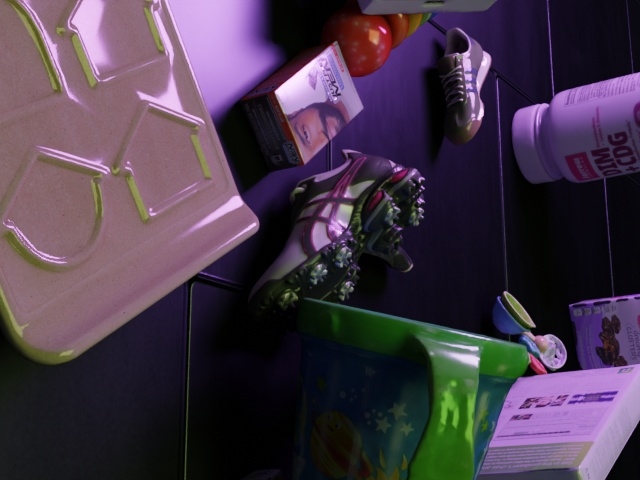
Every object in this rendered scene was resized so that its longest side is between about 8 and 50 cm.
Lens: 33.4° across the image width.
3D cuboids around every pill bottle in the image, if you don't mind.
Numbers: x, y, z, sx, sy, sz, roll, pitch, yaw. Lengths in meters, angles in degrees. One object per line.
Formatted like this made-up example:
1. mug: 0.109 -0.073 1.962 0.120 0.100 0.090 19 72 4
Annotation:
1. pill bottle: 0.476 -0.184 1.777 0.160 0.283 0.160 22 63 -52

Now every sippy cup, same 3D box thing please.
1. sippy cup: 0.071 0.189 1.068 0.305 0.240 0.224 19 82 -66

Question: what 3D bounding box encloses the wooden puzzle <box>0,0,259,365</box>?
1. wooden puzzle: -0.220 -0.107 0.908 0.322 0.080 0.347 -38 108 -54

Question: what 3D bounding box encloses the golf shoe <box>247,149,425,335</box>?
1. golf shoe: 0.000 0.000 1.194 0.273 0.120 0.105 -41 149 -31

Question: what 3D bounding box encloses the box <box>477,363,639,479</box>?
1. box: 0.289 0.259 1.420 0.322 0.232 0.058 -28 104 -55

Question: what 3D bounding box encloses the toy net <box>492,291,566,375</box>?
1. toy net: 0.339 0.160 1.646 0.232 0.045 0.122 30 22 -51

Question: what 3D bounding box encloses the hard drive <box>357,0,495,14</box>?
1. hard drive: 0.090 -0.431 1.355 0.203 0.040 0.307 -9 73 -33

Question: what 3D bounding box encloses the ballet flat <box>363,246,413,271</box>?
1. ballet flat: 0.059 0.008 1.327 0.173 0.057 0.049 28 99 -49

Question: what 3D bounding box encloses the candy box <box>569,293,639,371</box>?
1. candy box: 0.552 0.178 1.870 0.070 0.196 0.164 -5 85 -57

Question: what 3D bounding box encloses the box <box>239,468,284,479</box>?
1. box: -0.059 0.344 1.052 0.114 0.036 0.207 -18 96 -56

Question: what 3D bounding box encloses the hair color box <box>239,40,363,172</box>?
1. hair color box: -0.018 -0.158 1.239 0.167 0.053 0.093 -48 122 -49

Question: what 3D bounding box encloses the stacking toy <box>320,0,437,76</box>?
1. stacking toy: 0.102 -0.317 1.405 0.141 0.141 0.330 60 43 -27

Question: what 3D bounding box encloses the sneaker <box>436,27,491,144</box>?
1. sneaker: 0.200 -0.237 1.587 0.086 0.064 0.192 43 47 -32
